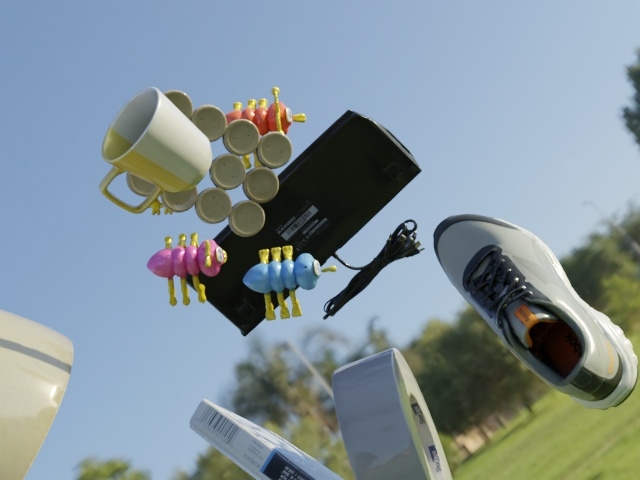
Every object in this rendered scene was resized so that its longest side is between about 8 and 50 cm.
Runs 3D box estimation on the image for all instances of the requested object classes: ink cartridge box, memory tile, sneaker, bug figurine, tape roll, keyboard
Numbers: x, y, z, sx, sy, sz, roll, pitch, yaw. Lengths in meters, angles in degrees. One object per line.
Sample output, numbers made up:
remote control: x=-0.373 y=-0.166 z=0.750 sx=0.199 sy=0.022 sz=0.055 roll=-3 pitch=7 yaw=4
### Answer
ink cartridge box: x=-0.024 y=0.274 z=1.450 sx=0.045 sy=0.206 sz=0.208 roll=-58 pitch=-40 yaw=-5
memory tile: x=-0.109 y=-0.075 z=1.224 sx=0.113 sy=0.148 sz=0.012 roll=-69 pitch=20 yaw=-3
sneaker: x=0.208 y=0.059 z=1.266 sx=0.108 sy=0.271 sz=0.100 roll=17 pitch=-66 yaw=-52
bug figurine: x=-0.106 y=-0.040 z=1.442 sx=0.216 sy=0.279 sz=0.072 roll=-12 pitch=-16 yaw=2
tape roll: x=0.085 y=0.231 z=1.349 sx=0.072 sy=0.219 sz=0.219 roll=-21 pitch=-12 yaw=9
keyboard: x=0.000 y=0.000 z=1.560 sx=0.317 sy=0.201 sz=0.033 roll=-43 pitch=17 yaw=11

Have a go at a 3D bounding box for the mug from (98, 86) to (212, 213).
mug: x=-0.117 y=-0.063 z=0.884 sx=0.078 sy=0.062 sz=0.064 roll=-34 pitch=-51 yaw=30

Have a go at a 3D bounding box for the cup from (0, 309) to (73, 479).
cup: x=-0.435 y=0.177 z=1.215 sx=0.331 sy=0.237 sz=0.331 roll=-45 pitch=23 yaw=25
